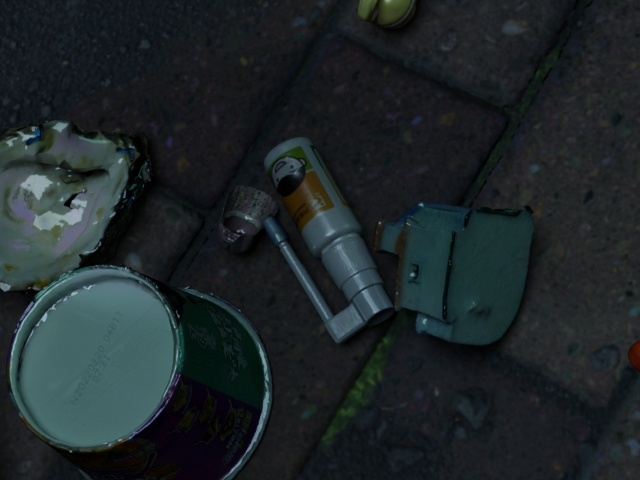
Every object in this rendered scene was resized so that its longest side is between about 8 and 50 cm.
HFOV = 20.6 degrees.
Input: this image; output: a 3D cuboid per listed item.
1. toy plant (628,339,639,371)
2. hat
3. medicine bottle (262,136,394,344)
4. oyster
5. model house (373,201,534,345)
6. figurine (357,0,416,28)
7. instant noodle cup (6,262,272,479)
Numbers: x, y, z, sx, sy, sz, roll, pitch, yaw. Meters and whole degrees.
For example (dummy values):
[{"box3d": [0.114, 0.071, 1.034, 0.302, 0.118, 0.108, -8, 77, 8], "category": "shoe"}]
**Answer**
[{"box3d": [0.426, 0.163, 1.486, 0.185, 0.400, 0.279, -38, 65, 5], "category": "toy plant"}, {"box3d": [-0.084, -0.019, 1.921, 0.058, 0.042, 0.087, 23, 47, 0], "category": "hat"}, {"box3d": [0.000, 0.000, 1.871, 0.092, 0.061, 0.220, -35, 66, 11], "category": "medicine bottle"}, {"box3d": [-0.307, -0.051, 1.962, 0.260, 0.092, 0.198, -39, 77, -2], "category": "oyster"}, {"box3d": [0.123, 0.023, 1.808, 0.149, 0.119, 0.148, 17, 102, 47], "category": "model house"}, {"box3d": [0.090, -0.310, 1.941, 0.083, 0.083, 0.187, 19, 70, 23], "category": "figurine"}, {"box3d": [-0.196, 0.141, 1.817, 0.251, 0.190, 0.251, -6, 71, 17], "category": "instant noodle cup"}]
